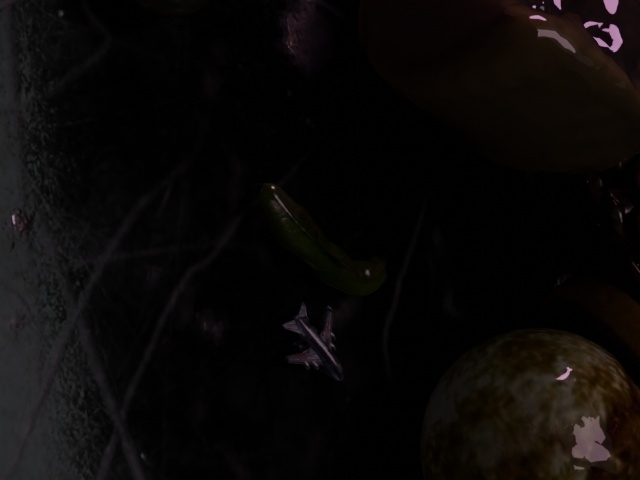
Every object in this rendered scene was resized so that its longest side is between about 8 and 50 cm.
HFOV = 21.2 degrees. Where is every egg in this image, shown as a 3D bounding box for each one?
[{"bbox_3d":[0.225,0.226,1.706,0.238,0.238,0.289,-45,123,-37],"label":"egg"}]

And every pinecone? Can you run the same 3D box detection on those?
[{"bbox_3d":[0.373,-0.029,1.749,0.243,0.257,0.243,24,41,-23],"label":"pinecone"}]

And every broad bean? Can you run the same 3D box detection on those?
[{"bbox_3d":[0.001,0.008,1.662,0.195,0.046,0.061,29,53,-41],"label":"broad bean"}]

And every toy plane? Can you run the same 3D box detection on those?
[{"bbox_3d":[-0.004,0.103,1.653,0.078,0.031,0.083,-46,114,-36],"label":"toy plane"}]

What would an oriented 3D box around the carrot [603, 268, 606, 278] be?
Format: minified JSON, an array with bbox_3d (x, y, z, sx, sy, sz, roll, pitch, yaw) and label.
[{"bbox_3d":[0.478,0.027,1.940,0.193,0.331,0.214,37,43,-44],"label":"carrot"}]

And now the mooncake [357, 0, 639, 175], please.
[{"bbox_3d":[0.237,-0.271,1.684,0.246,0.393,0.394,34,97,-35],"label":"mooncake"}]

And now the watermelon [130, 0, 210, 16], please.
[{"bbox_3d":[-0.127,-0.259,1.546,0.133,0.105,0.105,-29,103,-47],"label":"watermelon"}]

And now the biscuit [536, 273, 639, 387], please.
[{"bbox_3d":[0.363,0.196,1.803,0.063,0.314,0.367,-35,79,-12],"label":"biscuit"}]
